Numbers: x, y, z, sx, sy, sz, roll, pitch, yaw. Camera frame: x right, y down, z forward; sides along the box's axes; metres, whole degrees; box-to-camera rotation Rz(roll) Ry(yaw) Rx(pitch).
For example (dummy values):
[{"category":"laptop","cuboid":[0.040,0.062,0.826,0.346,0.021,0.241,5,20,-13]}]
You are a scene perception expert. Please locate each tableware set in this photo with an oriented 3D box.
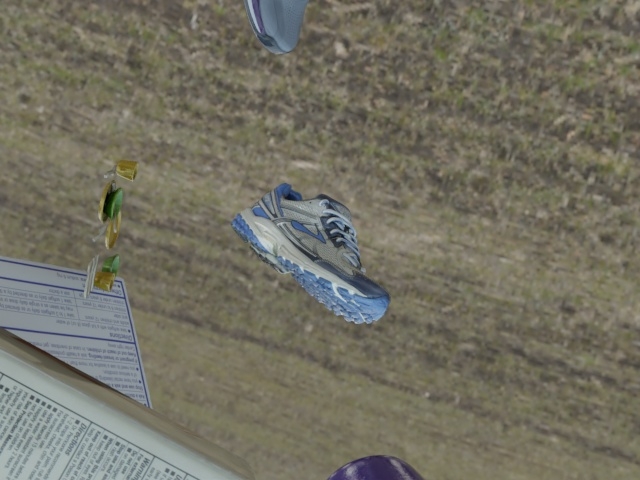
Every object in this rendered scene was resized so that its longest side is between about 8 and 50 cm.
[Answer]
[{"category":"tableware set","cuboid":[-0.226,-0.014,1.088,0.024,0.154,0.104,13,-164,0]}]

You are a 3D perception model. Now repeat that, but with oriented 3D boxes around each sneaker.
[{"category":"sneaker","cuboid":[0.000,0.000,0.604,0.135,0.058,0.052,34,168,42]},{"category":"sneaker","cuboid":[-0.024,-0.310,1.027,0.098,0.223,0.083,-1,-179,34]}]

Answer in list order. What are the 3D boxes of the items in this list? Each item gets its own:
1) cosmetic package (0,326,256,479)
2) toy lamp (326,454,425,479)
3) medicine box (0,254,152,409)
[{"category":"cosmetic package","cuboid":[-0.214,0.175,0.761,0.296,0.153,0.129,31,174,-3]},{"category":"toy lamp","cuboid":[0.057,0.193,0.352,0.080,0.080,0.274,33,-159,-34]},{"category":"medicine box","cuboid":[-0.332,0.176,1.085,0.149,0.289,0.263,-30,153,28]}]
